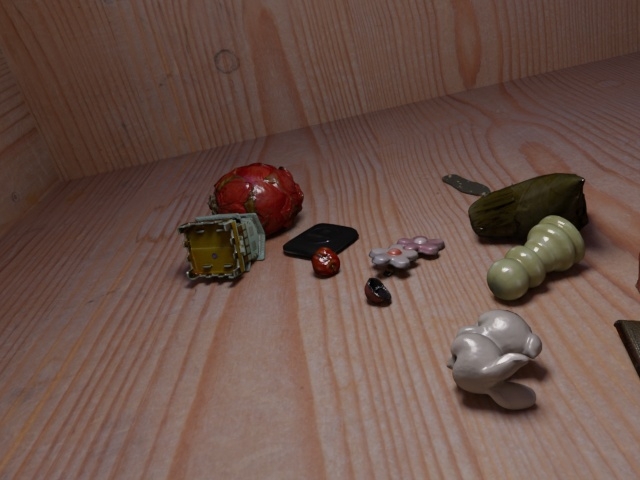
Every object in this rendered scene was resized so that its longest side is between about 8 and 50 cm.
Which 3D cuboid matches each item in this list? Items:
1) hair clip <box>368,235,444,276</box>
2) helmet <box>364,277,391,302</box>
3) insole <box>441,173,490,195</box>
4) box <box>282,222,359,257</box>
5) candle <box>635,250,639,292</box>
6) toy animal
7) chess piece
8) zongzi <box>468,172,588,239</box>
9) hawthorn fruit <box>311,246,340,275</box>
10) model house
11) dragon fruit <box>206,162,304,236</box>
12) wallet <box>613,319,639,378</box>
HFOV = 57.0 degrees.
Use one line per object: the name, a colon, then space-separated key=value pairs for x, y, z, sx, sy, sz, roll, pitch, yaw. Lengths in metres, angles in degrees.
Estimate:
hair clip: x=0.255 y=0.037 z=1.741 sx=0.257 sy=0.075 sz=0.146 roll=-26 pitch=23 yaw=-32
helmet: x=0.149 y=0.145 z=1.595 sx=0.065 sy=0.049 sz=0.084 roll=8 pitch=37 yaw=-40
insole: x=0.523 y=-0.201 z=2.139 sx=0.081 sy=0.011 sz=0.248 roll=-20 pitch=27 yaw=-15
box: x=0.000 y=0.000 z=1.970 sx=0.212 sy=0.042 sz=0.201 roll=12 pitch=34 yaw=41
candle: x=0.843 y=0.089 z=1.266 sx=0.317 sy=0.131 sz=0.287 roll=7 pitch=36 yaw=39
toy animal: x=0.363 y=0.238 z=1.213 sx=0.178 sy=0.128 sz=0.193 roll=5 pitch=29 yaw=31
chess piece: x=0.529 y=0.060 z=1.489 sx=0.251 sy=0.144 sz=0.144 roll=-33 pitch=31 yaw=-20
zongzi: x=0.555 y=-0.098 z=1.600 sx=0.322 sy=0.160 sz=0.360 roll=-10 pitch=-11 yaw=19
hawthorn fruit: x=0.019 y=0.066 z=1.784 sx=0.093 sy=0.093 sz=0.093 roll=-12 pitch=26 yaw=6
model house: x=-0.326 y=0.012 z=1.938 sx=0.224 sy=0.199 sz=0.215 roll=-5 pitch=11 yaw=22
dragon fruit: x=-0.227 y=-0.146 z=2.118 sx=0.342 sy=0.278 sz=0.277 roll=-6 pitch=21 yaw=-23
wallet: x=0.678 y=0.238 z=1.153 sx=0.132 sy=0.039 sz=0.243 roll=-2 pitch=27 yaw=10
